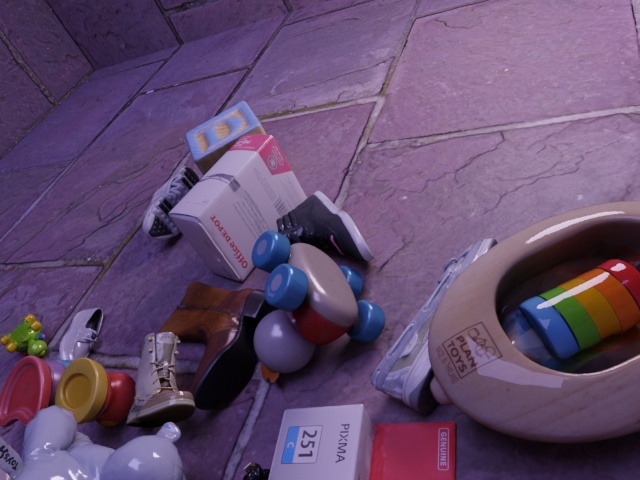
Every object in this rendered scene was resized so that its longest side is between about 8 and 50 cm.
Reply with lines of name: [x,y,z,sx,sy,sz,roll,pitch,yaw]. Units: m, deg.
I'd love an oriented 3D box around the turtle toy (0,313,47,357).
turtle toy: [-0.717,0.245,1.339,0.130,0.066,0.095,20,58,43]

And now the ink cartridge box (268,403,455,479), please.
ink cartridge box: [0.045,0.368,0.734,0.261,0.066,0.296,-11,41,23]

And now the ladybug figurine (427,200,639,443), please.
ladybug figurine: [0.355,0.116,0.734,0.449,0.162,0.305,-23,48,2]

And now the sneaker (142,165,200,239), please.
sneaker: [-0.430,-0.091,1.527,0.118,0.110,0.292,-20,30,23]

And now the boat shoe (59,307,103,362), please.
boat shoe: [-0.548,0.226,1.267,0.063,0.066,0.184,-23,28,9]

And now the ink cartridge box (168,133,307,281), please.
ink cartridge box: [-0.182,-0.079,1.265,0.117,0.207,0.283,10,51,40]

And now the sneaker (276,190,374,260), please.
sneaker: [0.000,0.000,1.157,0.146,0.105,0.296,-35,32,-6]

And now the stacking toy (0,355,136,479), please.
stacking toy: [-0.505,0.372,1.076,0.308,0.130,0.280,-2,71,34]

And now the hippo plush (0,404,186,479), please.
hippo plush: [-0.326,0.344,0.832,0.236,0.294,0.234,-11,44,-8]

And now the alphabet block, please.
alphabet block: [-0.221,-0.219,1.457,0.193,0.197,0.192,-29,39,-1]

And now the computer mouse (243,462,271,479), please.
computer mouse: [-0.104,0.417,0.765,0.042,0.106,0.193,8,60,12]

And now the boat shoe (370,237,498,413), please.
boat shoe: [0.199,0.121,0.884,0.103,0.118,0.320,16,63,39]

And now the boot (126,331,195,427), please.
boot: [-0.283,0.243,0.981,0.213,0.077,0.165,-31,49,47]

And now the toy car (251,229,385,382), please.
toy car: [-0.053,0.144,0.986,0.238,0.219,0.210,-52,34,16]

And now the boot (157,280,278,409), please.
boot: [-0.245,0.193,1.092,0.280,0.096,0.264,2,55,39]
